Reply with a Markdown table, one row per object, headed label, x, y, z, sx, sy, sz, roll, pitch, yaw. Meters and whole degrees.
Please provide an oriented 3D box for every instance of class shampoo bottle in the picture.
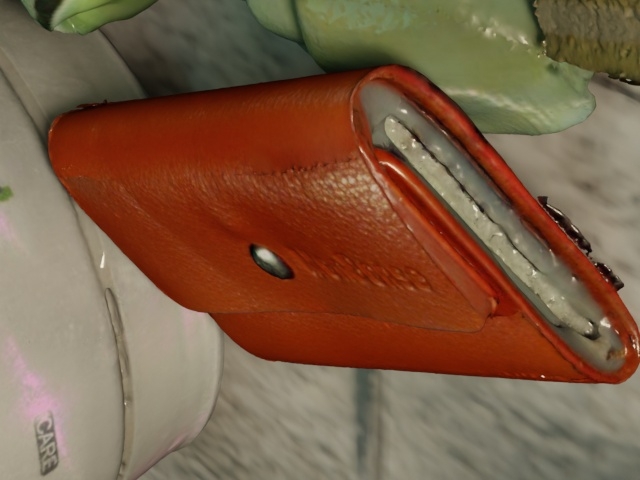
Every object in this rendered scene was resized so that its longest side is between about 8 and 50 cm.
| label | x | y | z | sx | sy | sz | roll | pitch | yaw |
| --- | --- | --- | --- | --- | --- | --- | --- | --- | --- |
| shampoo bottle | -0.200 | 0.029 | 0.790 | 0.273 | 0.266 | 0.273 | 41 | 143 | 41 |

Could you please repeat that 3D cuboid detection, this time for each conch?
| label | x | y | z | sx | sy | sz | roll | pitch | yaw |
| --- | --- | --- | --- | --- | --- | --- | --- | --- | --- |
| conch | 0.018 | -0.071 | 0.600 | 0.180 | 0.065 | 0.088 | 23 | 127 | 26 |

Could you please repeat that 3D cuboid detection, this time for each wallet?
| label | x | y | z | sx | sy | sz | roll | pitch | yaw |
| --- | --- | --- | --- | --- | --- | --- | --- | --- | --- |
| wallet | 0.000 | 0.000 | 0.649 | 0.142 | 0.045 | 0.204 | 46 | 156 | -25 |

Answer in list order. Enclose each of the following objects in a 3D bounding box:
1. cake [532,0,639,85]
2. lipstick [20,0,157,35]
| label | x | y | z | sx | sy | sz | roll | pitch | yaw |
| --- | --- | --- | --- | --- | --- | --- | --- | --- | --- |
| cake | 0.101 | -0.068 | 0.503 | 0.121 | 0.065 | 0.052 | 19 | 124 | 61 |
| lipstick | -0.157 | -0.214 | 0.761 | 0.304 | 0.076 | 0.076 | 55 | 145 | 18 |
